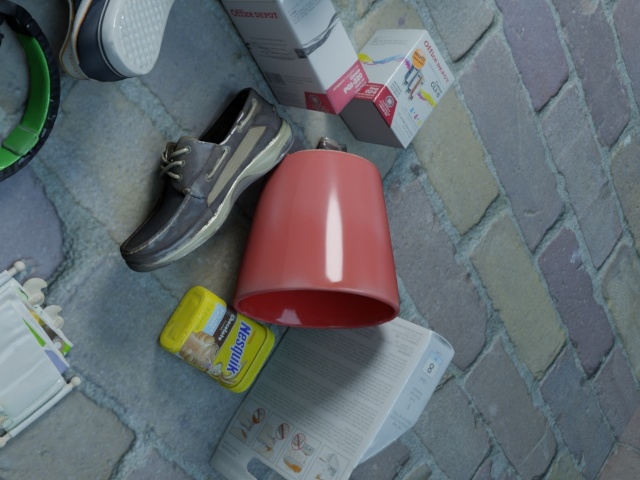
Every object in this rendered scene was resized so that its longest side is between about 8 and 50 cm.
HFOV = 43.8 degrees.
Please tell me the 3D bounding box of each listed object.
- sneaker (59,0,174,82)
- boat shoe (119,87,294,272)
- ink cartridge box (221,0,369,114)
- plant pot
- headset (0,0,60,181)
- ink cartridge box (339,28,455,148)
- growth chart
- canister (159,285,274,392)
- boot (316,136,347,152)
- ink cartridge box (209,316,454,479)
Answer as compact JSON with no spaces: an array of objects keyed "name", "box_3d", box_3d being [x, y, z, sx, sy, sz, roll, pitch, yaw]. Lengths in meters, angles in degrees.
[{"name":"sneaker","box_3d":[-0.262,-0.349,1.081,0.126,0.127,0.321,53,42,-44]},{"name":"boat shoe","box_3d":[-0.191,-0.102,1.219,0.355,0.132,0.130,-51,121,-29]},{"name":"ink cartridge box","box_3d":[-0.041,-0.317,1.249,0.092,0.158,0.218,-48,129,-19]},{"name":"plant pot","box_3d":[0.000,0.000,1.301,0.275,0.275,0.243,22,64,-43]},{"name":"headset","box_3d":[-0.447,-0.213,0.902,0.243,0.185,0.394,-56,142,-15]},{"name":"ink cartridge box","box_3d":[0.128,-0.276,1.432,0.176,0.127,0.128,-55,130,-16]},{"name":"growth chart","box_3d":[-0.436,0.161,1.133,0.172,0.021,0.237,-35,123,-29]},{"name":"canister","box_3d":[-0.172,0.166,1.334,0.170,0.073,0.126,40,75,-39]},{"name":"boot","box_3d":[0.000,-0.142,1.423,0.118,0.042,0.087,6,92,-44]},{"name":"ink cartridge box","box_3d":[0.012,0.290,1.372,0.091,0.308,0.385,41,75,-40]}]
